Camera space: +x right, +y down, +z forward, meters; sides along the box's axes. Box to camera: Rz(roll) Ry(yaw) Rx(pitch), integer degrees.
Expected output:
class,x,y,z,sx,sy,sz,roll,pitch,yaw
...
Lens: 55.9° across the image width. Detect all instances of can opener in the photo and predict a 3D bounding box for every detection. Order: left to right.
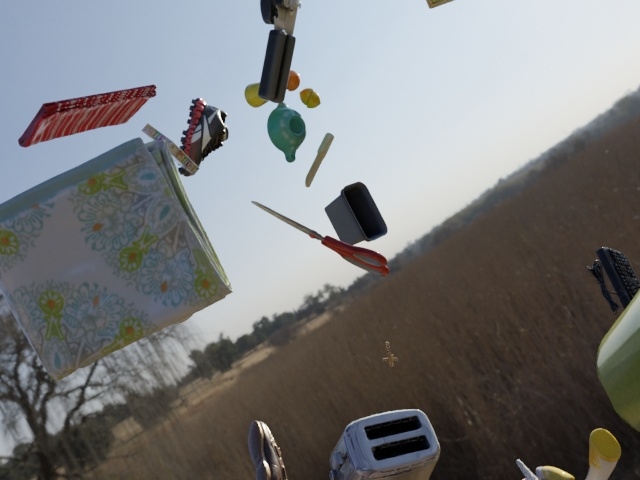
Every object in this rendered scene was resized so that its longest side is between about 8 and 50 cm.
class,x,y,z,sx,sy,sz,roll,pitch,yaw
can opener,-0.103,-0.469,1.427,0.093,0.280,0.074,12,8,37

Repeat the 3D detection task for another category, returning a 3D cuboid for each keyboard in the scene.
class,x,y,z,sx,sy,sz,roll,pitch,yaw
keyboard,0.884,0.153,1.744,0.201,0.317,0.033,7,-39,-24

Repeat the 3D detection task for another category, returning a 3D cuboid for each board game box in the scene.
class,x,y,z,sx,sy,sz,roll,pitch,yaw
board game box,-0.394,-0.239,1.595,0.026,0.103,0.154,-51,-24,-6

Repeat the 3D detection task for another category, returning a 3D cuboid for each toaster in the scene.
class,x,y,z,sx,sy,sz,roll,pitch,yaw
toaster,0.132,0.408,1.145,0.227,0.129,0.146,-6,-42,-15

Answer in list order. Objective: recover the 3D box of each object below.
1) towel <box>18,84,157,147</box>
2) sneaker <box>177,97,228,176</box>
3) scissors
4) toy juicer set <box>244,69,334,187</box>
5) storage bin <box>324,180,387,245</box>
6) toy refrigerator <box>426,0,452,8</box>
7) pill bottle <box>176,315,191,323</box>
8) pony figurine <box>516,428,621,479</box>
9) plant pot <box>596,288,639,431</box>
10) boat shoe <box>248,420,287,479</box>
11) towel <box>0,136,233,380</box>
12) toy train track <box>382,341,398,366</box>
class,x,y,z,sx,sy,sz,roll,pitch,yaw
towel,-0.518,-0.276,1.346,0.275,0.031,0.199,-26,3,-42
sneaker,-0.348,-0.303,1.808,0.135,0.276,0.098,15,-32,-12
scissors,0.000,0.000,1.185,0.109,0.297,0.021,93,-160,-75
toy juicer set,-0.071,-0.342,1.756,0.089,0.329,0.209,-4,33,49
storage bin,0.077,-0.053,1.366,0.098,0.135,0.091,-24,-4,-45
toy refrigerator,0.226,-0.596,1.205,0.102,0.094,0.269,-13,-25,21
pill bottle,-0.481,0.136,1.779,0.153,0.153,0.265,-33,-40,2
pony figurine,0.490,0.519,1.046,0.302,0.351,0.363,-28,-25,-13
plant pot,0.480,0.130,0.736,0.276,0.276,0.254,-30,-24,-19
boat shoe,-0.137,0.561,1.567,0.073,0.207,0.073,17,-61,-28
towel,-0.380,0.031,1.062,0.374,0.321,0.090,-26,4,0
toy train track,0.210,0.344,1.834,0.048,0.083,0.014,-6,19,19
